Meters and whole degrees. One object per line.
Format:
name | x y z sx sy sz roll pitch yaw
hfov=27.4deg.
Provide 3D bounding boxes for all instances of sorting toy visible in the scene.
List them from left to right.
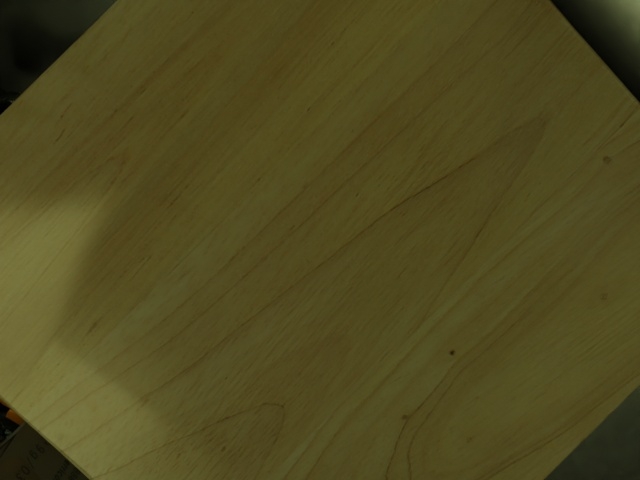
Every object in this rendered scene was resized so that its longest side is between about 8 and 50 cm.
sorting toy | 0.000 0.000 0.549 0.257 0.089 0.255 -44 103 0

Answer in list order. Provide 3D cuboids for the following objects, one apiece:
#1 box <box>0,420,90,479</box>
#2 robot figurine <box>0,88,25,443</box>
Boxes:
box | -0.076 0.245 0.597 0.311 0.121 0.148 42 118 -8
robot figurine | -0.202 -0.012 0.644 0.291 0.085 0.211 29 120 -1
